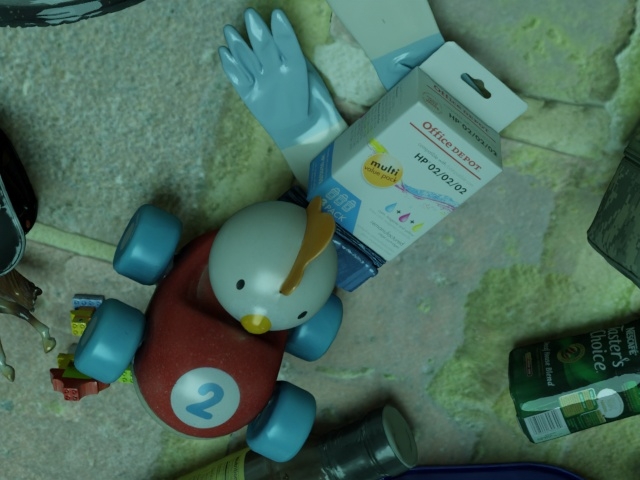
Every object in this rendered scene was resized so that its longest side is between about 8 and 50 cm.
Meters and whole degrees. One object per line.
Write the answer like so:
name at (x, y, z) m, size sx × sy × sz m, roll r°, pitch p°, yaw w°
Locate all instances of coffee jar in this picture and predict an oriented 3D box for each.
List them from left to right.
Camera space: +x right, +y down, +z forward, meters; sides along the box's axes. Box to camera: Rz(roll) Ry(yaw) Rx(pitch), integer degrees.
coffee jar at (0.276, 0.128, 1.163) m, size 0.184 × 0.096 × 0.079 m, roll -17°, pitch 118°, yaw 16°

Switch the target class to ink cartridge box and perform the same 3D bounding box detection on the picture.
ink cartridge box at (0.086, -0.076, 1.070) m, size 0.104 × 0.061 × 0.181 m, roll 36°, pitch 123°, yaw -22°

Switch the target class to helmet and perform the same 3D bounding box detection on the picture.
helmet at (-0.357, -0.023, 1.137) m, size 0.162 × 0.169 × 0.169 m, roll -18°, pitch 116°, yaw -1°

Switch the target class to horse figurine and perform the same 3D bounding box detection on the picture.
horse figurine at (-0.387, 0.097, 1.243) m, size 0.263 × 0.066 × 0.174 m, roll -42°, pitch 89°, yaw 16°

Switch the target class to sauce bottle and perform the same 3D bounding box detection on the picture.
sauce bottle at (-0.060, 0.270, 1.284) m, size 0.344 × 0.111 × 0.111 m, roll -26°, pitch 112°, yaw 20°

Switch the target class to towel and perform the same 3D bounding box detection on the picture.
towel at (0.000, 0.000, 1.165) m, size 0.119 × 0.029 × 0.067 m, roll 37°, pitch 143°, yaw -13°

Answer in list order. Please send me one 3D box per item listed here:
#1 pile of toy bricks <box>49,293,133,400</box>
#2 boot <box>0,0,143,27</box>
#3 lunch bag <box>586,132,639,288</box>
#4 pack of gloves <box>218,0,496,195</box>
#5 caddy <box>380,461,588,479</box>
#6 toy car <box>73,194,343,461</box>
pile of toy bricks at (-0.172, 0.114, 1.216) m, size 0.212 × 0.105 × 0.118 m, roll 3°, pitch 119°, yaw 7°
boot at (-0.296, -0.299, 0.999) m, size 0.338 × 0.118 × 0.222 m, roll 4°, pitch 118°, yaw 8°
lunch bag at (0.409, -0.042, 0.986) m, size 0.305 × 0.212 × 0.256 m, roll 22°, pitch 103°, yaw -7°
pack of gloves at (0.035, -0.143, 1.090) m, size 0.195 × 0.046 × 0.232 m, roll -22°, pitch 124°, yaw 20°
caddy at (0.164, 0.359, 1.267) m, size 0.341 × 0.179 × 0.241 m, roll -4°, pitch 94°, yaw 11°
toy car at (-0.061, 0.052, 1.070) m, size 0.219 × 0.210 × 0.238 m, roll 27°, pitch 146°, yaw -16°
